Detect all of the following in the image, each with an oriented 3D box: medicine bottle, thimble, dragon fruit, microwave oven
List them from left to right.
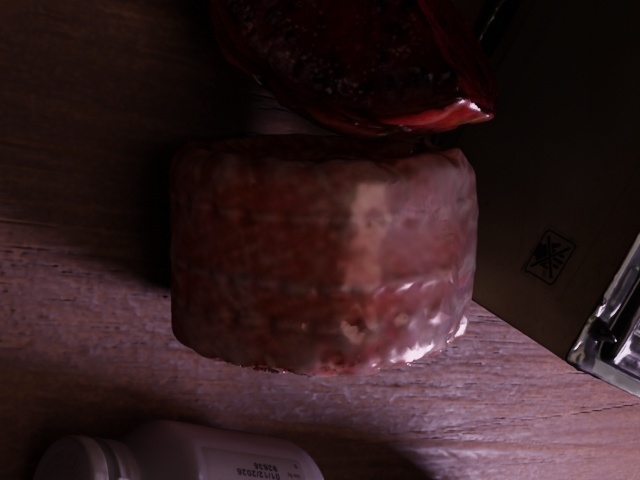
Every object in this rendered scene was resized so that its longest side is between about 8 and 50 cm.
[{"bbox_3d":[-0.110,0.209,0.891,0.215,0.135,0.135,17,89,-39],"label":"medicine bottle"},{"bbox_3d":[0.000,0.000,0.863,0.239,0.239,0.162,-7,102,-37],"label":"thimble"},{"bbox_3d":[0.017,-0.173,0.887,0.205,0.152,0.317,18,44,-61],"label":"dragon fruit"},{"bbox_3d":[0.300,-0.081,1.010,0.247,0.333,0.394,26,96,-33],"label":"microwave oven"}]
